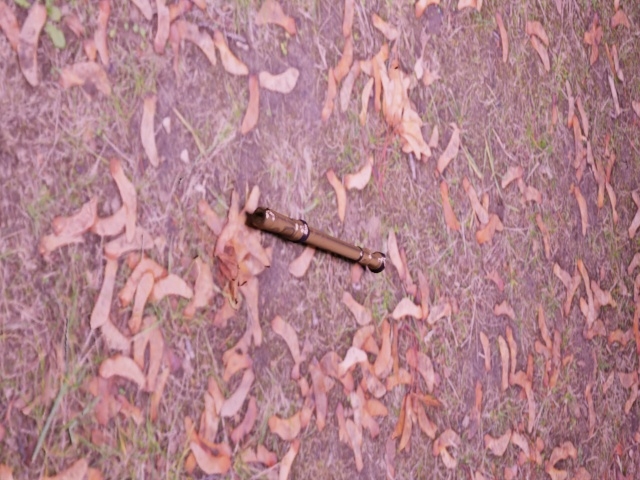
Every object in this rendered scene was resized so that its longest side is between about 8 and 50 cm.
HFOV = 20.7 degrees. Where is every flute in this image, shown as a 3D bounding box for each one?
[{"bbox_3d":[0.000,0.000,1.818,0.233,0.027,0.027,21,71,-55],"label":"flute"}]
